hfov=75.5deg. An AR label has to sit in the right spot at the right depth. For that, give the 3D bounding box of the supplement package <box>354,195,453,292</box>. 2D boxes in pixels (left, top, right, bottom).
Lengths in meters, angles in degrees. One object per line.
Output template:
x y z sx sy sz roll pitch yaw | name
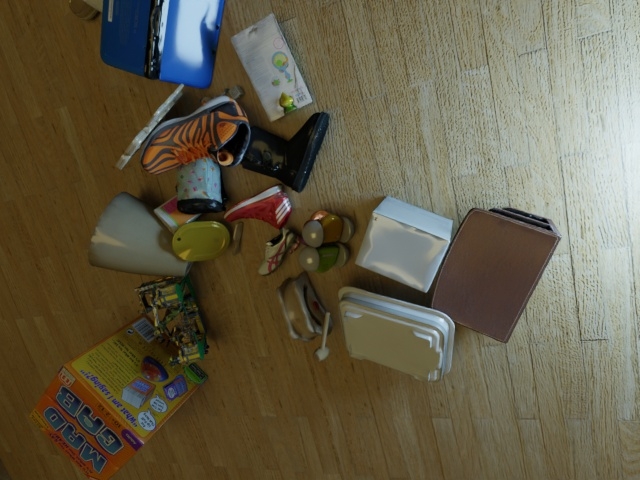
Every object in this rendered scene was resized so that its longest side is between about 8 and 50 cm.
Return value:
0.220 0.001 1.071 0.194 0.203 0.149 22 113 12 | supplement package

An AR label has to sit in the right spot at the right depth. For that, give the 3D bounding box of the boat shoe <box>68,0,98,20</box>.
-0.673 -0.790 1.182 0.109 0.098 0.302 38 115 5 | boat shoe

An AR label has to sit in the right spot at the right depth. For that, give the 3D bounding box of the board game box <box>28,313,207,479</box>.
-0.718 0.565 1.500 0.356 0.356 0.356 45 116 2 | board game box

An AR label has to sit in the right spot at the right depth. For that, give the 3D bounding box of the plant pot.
-0.547 0.011 1.340 0.274 0.256 0.256 21 114 -7 | plant pot

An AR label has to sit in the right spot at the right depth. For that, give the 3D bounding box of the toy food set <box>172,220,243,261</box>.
-0.365 -0.007 1.311 0.071 0.218 0.128 31 118 53 | toy food set

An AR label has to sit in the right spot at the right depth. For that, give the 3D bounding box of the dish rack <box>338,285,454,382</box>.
0.197 0.280 1.168 0.333 0.072 0.285 12 133 25 | dish rack

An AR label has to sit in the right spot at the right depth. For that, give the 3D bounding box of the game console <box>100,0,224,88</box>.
-0.428 -0.593 1.121 0.250 0.173 0.292 22 112 11 | game console

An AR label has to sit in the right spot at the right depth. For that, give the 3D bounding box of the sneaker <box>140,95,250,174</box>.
-0.334 -0.251 1.121 0.321 0.124 0.180 -35 60 3 | sneaker

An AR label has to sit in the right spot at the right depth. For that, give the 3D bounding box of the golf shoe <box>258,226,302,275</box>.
-0.143 0.032 1.273 0.086 0.067 0.186 33 113 -24 | golf shoe

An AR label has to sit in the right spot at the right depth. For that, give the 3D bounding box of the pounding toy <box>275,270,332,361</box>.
-0.011 0.221 1.267 0.155 0.154 0.269 -25 79 25 | pounding toy

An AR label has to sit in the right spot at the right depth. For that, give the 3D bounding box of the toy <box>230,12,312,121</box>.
-0.126 -0.462 1.123 0.137 0.056 0.237 -20 105 21 | toy

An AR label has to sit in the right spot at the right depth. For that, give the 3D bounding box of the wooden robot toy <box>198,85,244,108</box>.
-0.307 -0.391 1.196 0.174 0.079 0.076 -13 102 23 | wooden robot toy

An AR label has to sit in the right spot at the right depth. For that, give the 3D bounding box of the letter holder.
0.424 0.066 1.053 0.215 0.152 0.301 21 113 14 | letter holder

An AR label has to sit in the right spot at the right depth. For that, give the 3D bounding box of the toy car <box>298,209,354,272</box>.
0.000 0.000 1.196 0.136 0.159 0.181 32 121 46 | toy car

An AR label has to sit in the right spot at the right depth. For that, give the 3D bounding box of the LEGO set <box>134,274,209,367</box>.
-0.519 0.268 1.388 0.192 0.255 0.331 -15 115 -4 | LEGO set

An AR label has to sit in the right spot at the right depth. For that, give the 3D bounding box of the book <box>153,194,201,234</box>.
-0.436 -0.099 1.307 0.096 0.144 0.035 47 150 1 | book

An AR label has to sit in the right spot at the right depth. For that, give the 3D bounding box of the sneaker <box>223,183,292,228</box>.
-0.186 -0.073 1.256 0.221 0.087 0.128 -24 97 26 | sneaker

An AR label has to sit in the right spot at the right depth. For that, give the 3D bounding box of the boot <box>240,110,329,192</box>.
-0.109 -0.275 1.155 0.207 0.094 0.246 27 120 5 | boot

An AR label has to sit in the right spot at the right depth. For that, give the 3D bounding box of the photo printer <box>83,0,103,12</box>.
-0.549 -0.759 1.087 0.256 0.107 0.307 29 122 -35 | photo printer

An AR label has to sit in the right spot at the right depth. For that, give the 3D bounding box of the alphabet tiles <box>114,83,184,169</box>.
-0.480 -0.317 1.170 0.021 0.284 0.278 39 132 -24 | alphabet tiles

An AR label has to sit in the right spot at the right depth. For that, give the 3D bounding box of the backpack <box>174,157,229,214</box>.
-0.363 -0.176 1.248 0.152 0.115 0.181 -2 82 7 | backpack
